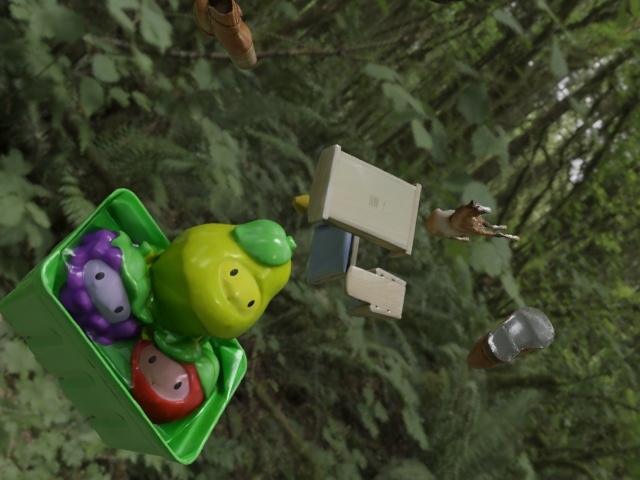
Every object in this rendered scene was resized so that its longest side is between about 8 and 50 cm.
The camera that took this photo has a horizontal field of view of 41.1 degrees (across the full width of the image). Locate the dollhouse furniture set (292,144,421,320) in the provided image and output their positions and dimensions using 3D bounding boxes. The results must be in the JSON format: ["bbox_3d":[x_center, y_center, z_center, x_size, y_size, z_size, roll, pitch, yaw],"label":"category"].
[{"bbox_3d":[0.000,0.000,1.583,0.198,0.286,0.303,22,-22,-30],"label":"dollhouse furniture set"}]

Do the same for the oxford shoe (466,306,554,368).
[{"bbox_3d":[0.314,0.163,1.417,0.212,0.076,0.076,-11,69,-44],"label":"oxford shoe"}]

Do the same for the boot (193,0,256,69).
[{"bbox_3d":[-0.180,-0.410,1.505,0.197,0.073,0.152,51,-7,26],"label":"boot"}]

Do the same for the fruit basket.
[{"bbox_3d":[-0.217,0.105,1.248,0.392,0.392,0.283,49,36,-15],"label":"fruit basket"}]

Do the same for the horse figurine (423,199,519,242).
[{"bbox_3d":[0.310,-0.036,1.886,0.174,0.066,0.263,15,-6,-30],"label":"horse figurine"}]

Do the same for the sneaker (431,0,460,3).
[{"bbox_3d":[0.187,-0.425,1.132,0.134,0.146,0.343,33,54,-19],"label":"sneaker"}]
